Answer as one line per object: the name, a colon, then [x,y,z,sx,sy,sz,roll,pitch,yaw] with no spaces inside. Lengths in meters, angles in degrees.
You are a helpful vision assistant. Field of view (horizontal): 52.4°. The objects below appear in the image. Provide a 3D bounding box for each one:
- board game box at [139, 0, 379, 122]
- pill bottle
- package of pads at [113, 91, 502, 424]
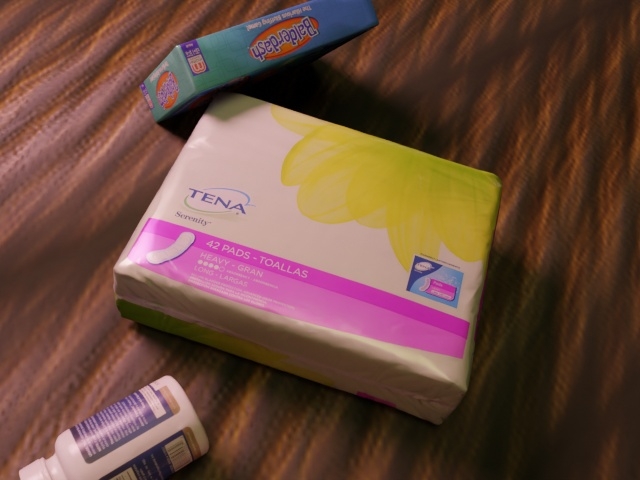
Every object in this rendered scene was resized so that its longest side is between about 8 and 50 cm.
board game box: [-0.067,-0.191,0.674,0.210,0.160,0.047,-27,102,-24]
pill bottle: [-0.148,0.155,0.471,0.120,0.067,0.067,-27,63,-24]
package of pads: [0.000,0.000,0.580,0.296,0.101,0.229,18,55,4]
